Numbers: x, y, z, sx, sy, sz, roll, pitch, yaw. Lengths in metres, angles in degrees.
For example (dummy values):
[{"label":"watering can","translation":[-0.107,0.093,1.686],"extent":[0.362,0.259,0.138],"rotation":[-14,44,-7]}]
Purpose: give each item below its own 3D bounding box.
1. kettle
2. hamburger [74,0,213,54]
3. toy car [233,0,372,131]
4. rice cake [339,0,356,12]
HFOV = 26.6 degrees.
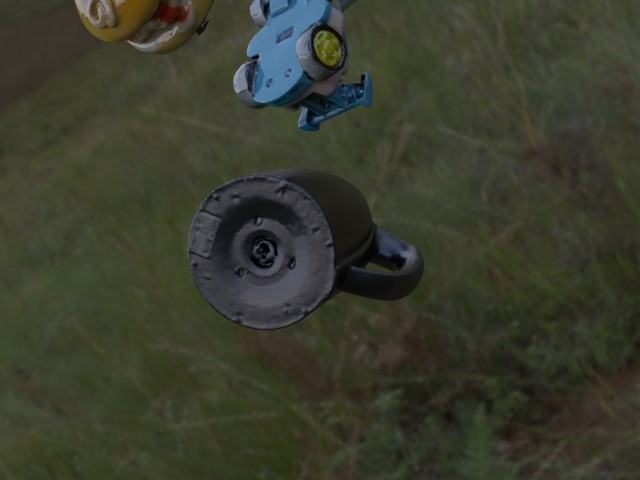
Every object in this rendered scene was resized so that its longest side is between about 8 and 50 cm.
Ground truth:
[{"label":"kettle","translation":[0.000,0.000,1.331],"extent":[0.202,0.144,0.232],"rotation":[18,14,14]},{"label":"hamburger","translation":[-0.295,-0.463,2.273],"extent":[0.302,0.261,0.186],"rotation":[-22,-21,40]},{"label":"toy car","translation":[-0.007,-0.192,1.297],"extent":[0.126,0.098,0.161],"rotation":[-20,54,47]},{"label":"rice cake","translation":[-0.015,-0.308,1.904],"extent":[0.207,0.033,0.033],"rotation":[-37,31,14]}]
